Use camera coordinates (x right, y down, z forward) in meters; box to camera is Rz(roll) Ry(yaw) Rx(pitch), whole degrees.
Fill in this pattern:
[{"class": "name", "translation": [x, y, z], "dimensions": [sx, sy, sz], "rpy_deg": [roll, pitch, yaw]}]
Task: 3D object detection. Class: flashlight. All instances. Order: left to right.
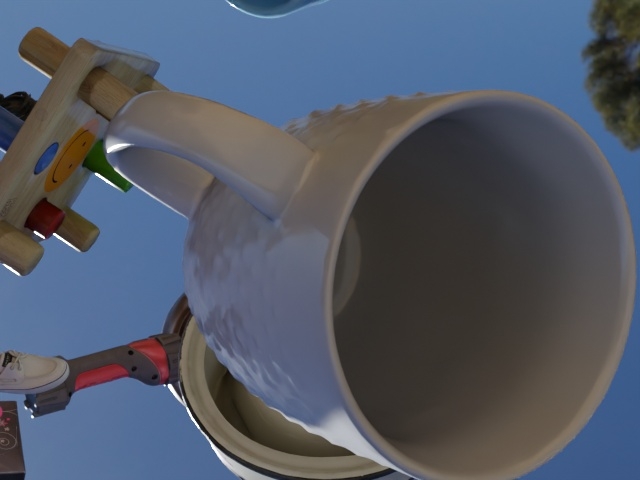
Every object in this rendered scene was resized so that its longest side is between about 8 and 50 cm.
[{"class": "flashlight", "translation": [-0.395, 0.250, 1.883], "dimensions": [0.304, 0.103, 0.103], "rpy_deg": [-15, -139, -37]}]

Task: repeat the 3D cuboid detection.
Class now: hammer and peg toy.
[{"class": "hammer and peg toy", "translation": [-0.302, -0.049, 1.082], "dimensions": [0.127, 0.361, 0.266], "rpy_deg": [35, -172, 1]}]

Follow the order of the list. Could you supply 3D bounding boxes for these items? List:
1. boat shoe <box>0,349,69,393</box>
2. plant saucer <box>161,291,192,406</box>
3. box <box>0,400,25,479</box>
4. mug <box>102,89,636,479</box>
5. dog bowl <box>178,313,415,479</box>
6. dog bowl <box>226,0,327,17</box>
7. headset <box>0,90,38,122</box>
[{"class": "boat shoe", "translation": [-0.280, 0.116, 0.925], "dimensions": [0.100, 0.035, 0.035], "rpy_deg": [-2, -133, 2]}, {"class": "plant saucer", "translation": [-0.174, 0.213, 2.041], "dimensions": [0.311, 0.310, 0.050], "rpy_deg": [12, 174, 5]}, {"class": "box", "translation": [-0.572, 0.333, 1.497], "dimensions": [0.247, 0.142, 0.163], "rpy_deg": [5, -148, -25]}, {"class": "mug", "translation": [0.000, 0.000, 0.804], "dimensions": [0.374, 0.276, 0.328], "rpy_deg": [33, 167, -29]}, {"class": "dog bowl", "translation": [0.011, 0.196, 1.432], "dimensions": [0.408, 0.150, 0.407], "rpy_deg": [-1, -134, 1]}, {"class": "dog bowl", "translation": [-0.043, -0.342, 0.960], "dimensions": [0.166, 0.297, 0.074], "rpy_deg": [25, -134, 16]}, {"class": "headset", "translation": [-0.412, -0.178, 1.048], "dimensions": [0.185, 0.394, 0.243], "rpy_deg": [-17, -103, -8]}]
